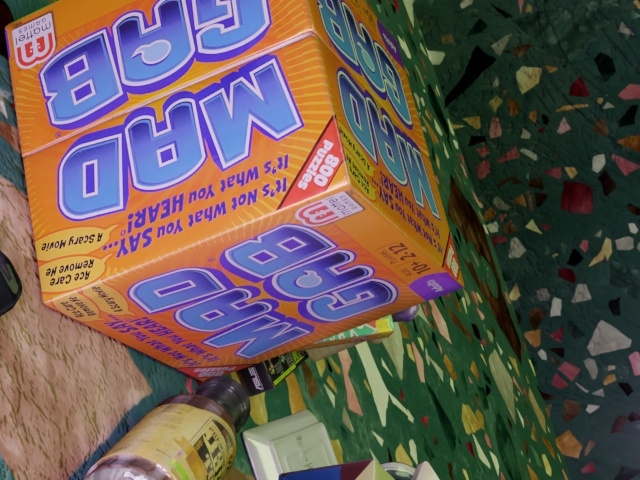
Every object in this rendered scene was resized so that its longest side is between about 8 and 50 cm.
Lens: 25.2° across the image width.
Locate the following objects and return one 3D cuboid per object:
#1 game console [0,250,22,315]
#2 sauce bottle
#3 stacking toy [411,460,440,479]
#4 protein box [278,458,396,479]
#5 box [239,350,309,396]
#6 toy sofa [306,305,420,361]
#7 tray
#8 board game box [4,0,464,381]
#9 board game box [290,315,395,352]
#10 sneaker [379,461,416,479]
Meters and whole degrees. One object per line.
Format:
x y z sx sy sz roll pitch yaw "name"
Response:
-0.345 0.067 1.209 0.361 0.044 0.213 -45 114 -71 "game console"
-0.151 0.224 1.502 0.111 0.111 0.344 66 18 -8 "sauce bottle"
0.163 0.504 2.069 0.279 0.130 0.309 41 54 -3 "stacking toy"
0.044 0.412 1.790 0.201 0.136 0.199 50 36 -48 "protein box"
-0.088 0.104 1.965 0.191 0.045 0.184 -34 105 -74 "box"
0.001 -0.026 2.060 0.150 0.177 0.362 64 6 -65 "toy sofa"
-0.026 0.307 1.935 0.145 0.030 0.270 70 17 6 "tray"
-0.094 -0.094 1.636 0.356 0.357 0.356 38 35 -59 "board game box"
-0.037 0.083 1.863 0.039 0.260 0.124 127 -49 -61 "board game box"
0.146 0.456 2.191 0.163 0.086 0.226 -93 157 -52 "sneaker"
